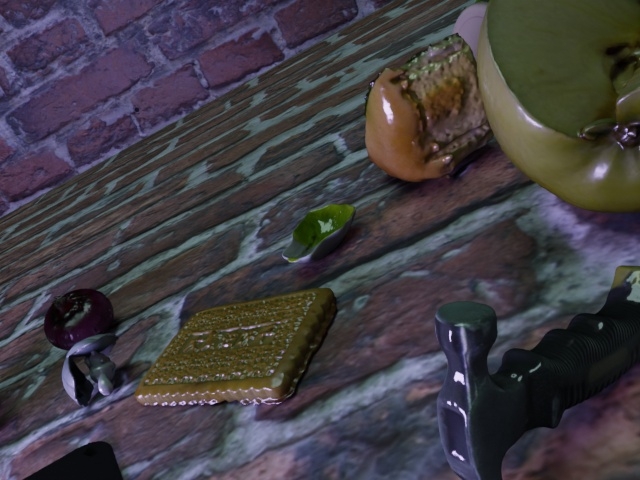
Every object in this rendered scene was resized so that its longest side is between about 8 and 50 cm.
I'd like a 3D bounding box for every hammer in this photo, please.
[{"bbox_3d":[0.172,0.087,0.401,0.226,0.159,0.041,-21,19,-31],"label":"hammer"}]

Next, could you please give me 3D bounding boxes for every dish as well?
[{"bbox_3d":[0.000,0.000,0.834,0.091,0.039,0.137,0,38,39],"label":"dish"}]

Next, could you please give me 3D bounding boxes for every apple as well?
[{"bbox_3d":[0.308,-0.149,0.550,0.295,0.233,0.258,2,49,37],"label":"apple"}]

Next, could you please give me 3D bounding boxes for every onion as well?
[{"bbox_3d":[-0.412,0.128,0.965,0.115,0.104,0.115,-14,43,13],"label":"onion"}]

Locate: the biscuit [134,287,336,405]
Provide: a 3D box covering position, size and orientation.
[{"bbox_3d":[-0.108,0.132,0.714,0.254,0.029,0.172,-12,30,33],"label":"biscuit"}]

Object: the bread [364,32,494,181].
[{"bbox_3d":[0.169,-0.159,0.848,0.174,0.252,0.133,-31,68,-6],"label":"bread"}]

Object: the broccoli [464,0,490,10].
[{"bbox_3d":[0.430,-0.566,1.228,0.297,0.298,0.297,-39,0,-20],"label":"broccoli"}]

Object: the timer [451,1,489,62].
[{"bbox_3d":[0.377,-0.332,0.959,0.265,0.175,0.175,-19,22,-16],"label":"timer"}]

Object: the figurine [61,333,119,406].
[{"bbox_3d":[-0.314,0.183,0.795,0.082,0.086,0.094,-19,-19,-10],"label":"figurine"}]

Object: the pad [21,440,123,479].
[{"bbox_3d":[-0.338,0.371,0.522,0.375,0.063,0.315,-28,22,-20],"label":"pad"}]
